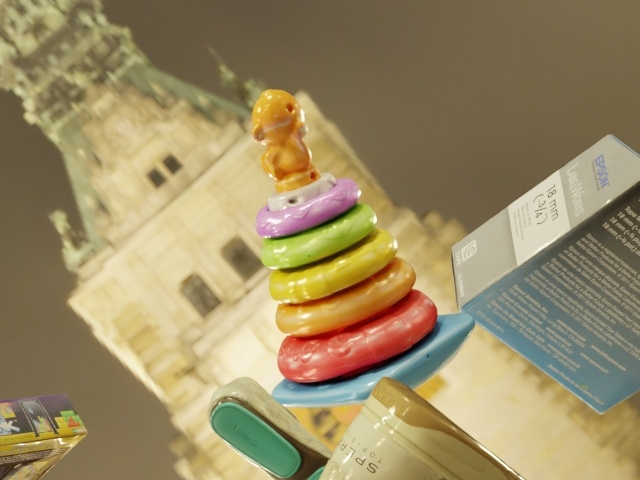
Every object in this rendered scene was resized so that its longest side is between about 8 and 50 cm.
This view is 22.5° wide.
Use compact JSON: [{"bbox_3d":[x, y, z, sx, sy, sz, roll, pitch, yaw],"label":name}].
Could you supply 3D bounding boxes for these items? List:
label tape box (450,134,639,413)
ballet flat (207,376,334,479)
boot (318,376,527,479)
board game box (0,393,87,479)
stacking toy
[{"bbox_3d":[0.341,0.014,1.691,0.241,0.106,0.334,36,-57,-28],"label":"label tape box"},{"bbox_3d":[-0.006,0.156,1.132,0.168,0.052,0.057,44,-62,-1],"label":"ballet flat"},{"bbox_3d":[0.064,0.225,0.917,0.262,0.095,0.203,42,-93,-29],"label":"boot"},{"bbox_3d":[-0.312,0.197,1.419,0.141,0.048,0.170,-44,-23,25],"label":"board game box"},{"bbox_3d":[0.000,0.000,1.521,0.175,0.166,0.302,-31,-75,-38],"label":"stacking toy"}]
